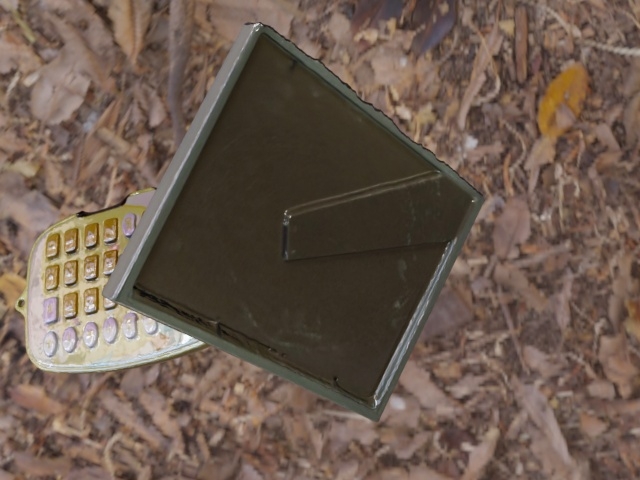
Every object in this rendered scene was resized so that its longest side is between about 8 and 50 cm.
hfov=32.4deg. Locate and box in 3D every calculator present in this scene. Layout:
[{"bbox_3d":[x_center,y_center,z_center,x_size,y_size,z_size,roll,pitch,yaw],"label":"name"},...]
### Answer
[{"bbox_3d":[-0.150,0.032,0.919,0.236,0.157,0.033,-12,155,16],"label":"calculator"}]

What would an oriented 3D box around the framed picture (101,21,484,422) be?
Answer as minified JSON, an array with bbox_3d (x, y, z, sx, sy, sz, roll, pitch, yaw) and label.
[{"bbox_3d":[-0.001,0.000,0.738,0.265,0.018,0.192,32,83,-43],"label":"framed picture"}]
